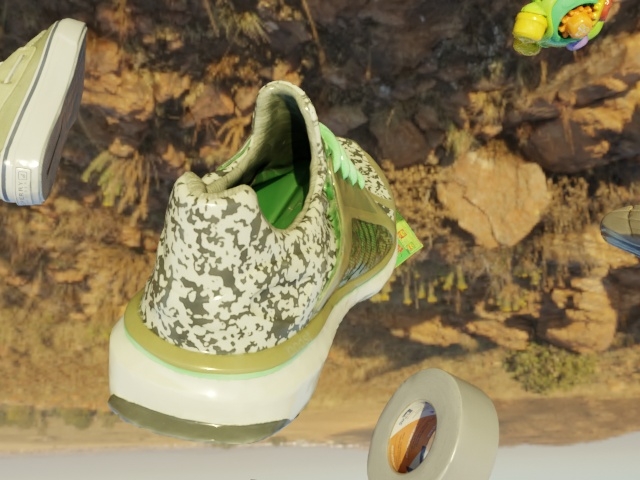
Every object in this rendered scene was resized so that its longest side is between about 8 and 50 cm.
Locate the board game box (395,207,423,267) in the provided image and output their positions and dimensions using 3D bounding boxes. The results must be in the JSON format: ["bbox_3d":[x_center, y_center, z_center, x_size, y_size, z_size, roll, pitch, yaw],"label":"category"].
[{"bbox_3d":[0.090,-0.035,1.206,0.092,0.181,0.043,-36,-178,-18],"label":"board game box"}]

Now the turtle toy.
[{"bbox_3d":[0.206,-0.197,0.563,0.066,0.095,0.130,19,-171,15],"label":"turtle toy"}]

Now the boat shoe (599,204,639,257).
[{"bbox_3d":[0.672,0.039,1.220,0.132,0.130,0.355,-31,-144,-28],"label":"boat shoe"}]

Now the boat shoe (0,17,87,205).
[{"bbox_3d":[-0.321,-0.161,0.744,0.094,0.302,0.109,9,132,-14],"label":"boat shoe"}]

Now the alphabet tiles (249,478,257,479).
[{"bbox_3d":[-0.018,0.310,0.545,0.009,0.198,0.237,-9,127,30],"label":"alphabet tiles"}]

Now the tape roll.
[{"bbox_3d":[0.162,0.303,1.006,0.072,0.219,0.219,30,151,-19],"label":"tape roll"}]

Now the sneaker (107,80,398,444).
[{"bbox_3d":[-0.011,-0.034,0.520,0.158,0.182,0.410,16,-152,7],"label":"sneaker"}]
